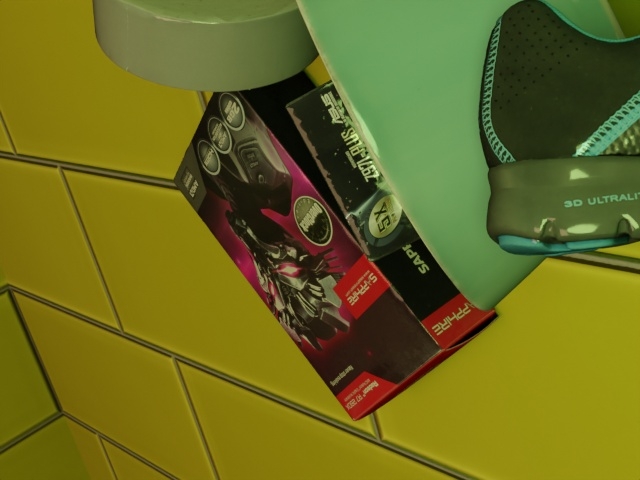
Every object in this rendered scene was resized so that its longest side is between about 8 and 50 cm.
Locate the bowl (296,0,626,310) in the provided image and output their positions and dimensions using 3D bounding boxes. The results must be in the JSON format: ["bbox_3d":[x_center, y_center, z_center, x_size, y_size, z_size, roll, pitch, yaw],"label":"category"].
[{"bbox_3d":[0.117,-0.124,0.686,0.163,0.311,0.311,-28,93,13],"label":"bowl"}]

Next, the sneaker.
[{"bbox_3d":[0.253,-0.078,0.513,0.125,0.341,0.139,119,144,-86],"label":"sneaker"}]

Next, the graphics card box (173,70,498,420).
[{"bbox_3d":[0.000,0.000,1.074,0.371,0.094,0.233,54,147,10],"label":"graphics card box"}]

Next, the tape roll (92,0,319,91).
[{"bbox_3d":[-0.101,-0.228,0.908,0.219,0.219,0.072,37,140,30],"label":"tape roll"}]

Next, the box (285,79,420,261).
[{"bbox_3d":[0.054,-0.076,0.859,0.077,0.180,0.147,-27,95,15],"label":"box"}]
